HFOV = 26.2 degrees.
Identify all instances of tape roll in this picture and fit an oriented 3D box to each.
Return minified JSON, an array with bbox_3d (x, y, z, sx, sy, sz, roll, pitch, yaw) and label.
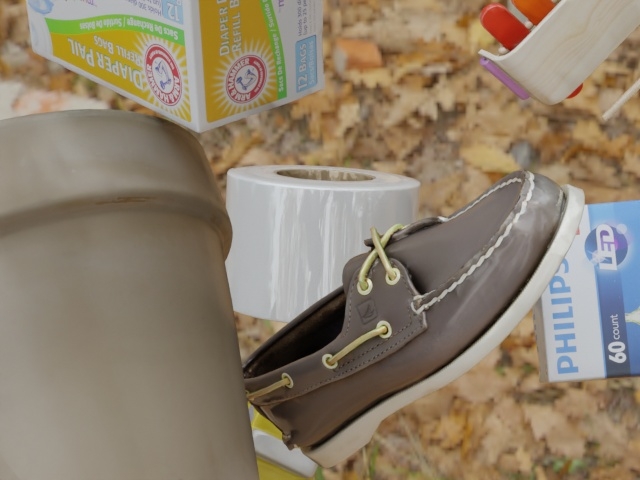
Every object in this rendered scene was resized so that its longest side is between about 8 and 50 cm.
[{"bbox_3d":[0.000,0.000,1.727,0.246,0.169,0.246,4,9,-1],"label":"tape roll"}]

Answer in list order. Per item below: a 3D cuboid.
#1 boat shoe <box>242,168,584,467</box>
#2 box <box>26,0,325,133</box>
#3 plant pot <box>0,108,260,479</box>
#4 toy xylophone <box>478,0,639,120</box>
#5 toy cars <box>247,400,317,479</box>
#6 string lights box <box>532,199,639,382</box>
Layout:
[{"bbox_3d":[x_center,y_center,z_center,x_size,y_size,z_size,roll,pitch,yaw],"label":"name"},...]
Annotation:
[{"bbox_3d":[0.051,0.048,0.957,0.097,0.324,0.116,36,44,-10],"label":"boat shoe"},{"bbox_3d":[-0.100,-0.161,0.894,0.103,0.114,0.203,-24,35,-34],"label":"box"},{"bbox_3d":[-0.173,0.117,0.881,0.323,0.323,0.280,-21,70,-12],"label":"plant pot"},{"bbox_3d":[0.386,-0.305,1.922,0.323,0.236,0.081,-39,32,12],"label":"toy xylophone"},{"bbox_3d":[-0.132,0.223,1.159,0.394,0.087,0.176,-22,85,-18],"label":"toy cars"},{"bbox_3d":[0.292,0.033,1.045,0.260,0.077,0.133,-5,84,2],"label":"string lights box"}]
